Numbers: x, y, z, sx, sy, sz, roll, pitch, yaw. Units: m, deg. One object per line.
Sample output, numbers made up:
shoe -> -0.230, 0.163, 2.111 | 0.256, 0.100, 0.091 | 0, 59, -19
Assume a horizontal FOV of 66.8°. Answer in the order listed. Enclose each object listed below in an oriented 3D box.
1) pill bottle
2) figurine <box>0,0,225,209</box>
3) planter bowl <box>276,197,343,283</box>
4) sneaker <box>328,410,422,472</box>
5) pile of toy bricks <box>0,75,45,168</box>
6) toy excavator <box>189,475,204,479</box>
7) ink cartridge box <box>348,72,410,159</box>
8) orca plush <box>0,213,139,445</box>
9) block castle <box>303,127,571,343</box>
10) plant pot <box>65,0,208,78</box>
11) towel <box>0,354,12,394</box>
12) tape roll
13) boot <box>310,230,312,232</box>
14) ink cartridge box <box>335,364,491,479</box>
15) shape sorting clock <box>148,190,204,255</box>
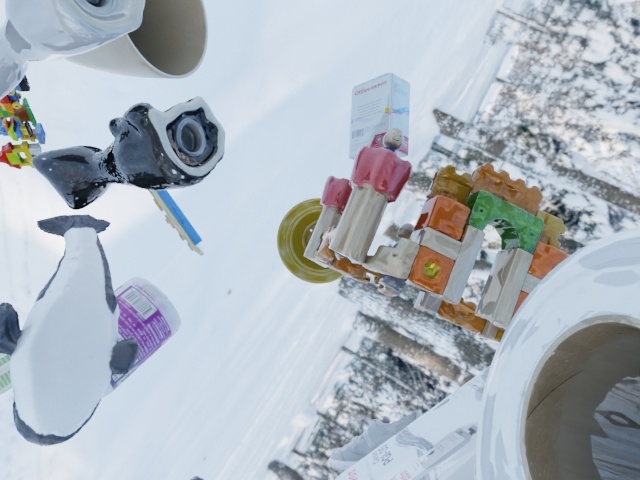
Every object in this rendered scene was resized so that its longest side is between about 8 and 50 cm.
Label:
pill bottle -> -0.468, 0.230, 1.055 | 0.301, 0.169, 0.169 | -45, 159, -35
figurine -> -0.231, -0.129, 0.447 | 0.215, 0.209, 0.092 | 61, 34, -29
planter bowl -> 0.000, 0.000, 1.270 | 0.217, 0.217, 0.090 | -64, 175, 5
sneaker -> 0.123, 0.422, 0.989 | 0.281, 0.105, 0.115 | -35, -148, 45
pile of toy bricks -> -0.601, -0.238, 0.911 | 0.212, 0.105, 0.118 | 107, -29, -55
toy excavator -> -0.141, 0.610, 0.738 | 0.222, 0.445, 0.433 | -31, 156, -43
ink cartridge box -> 0.137, -0.277, 1.121 | 0.072, 0.127, 0.175 | 10, 81, -41
orca plush -> -0.313, 0.101, 0.567 | 0.102, 0.287, 0.151 | -40, 150, 30
block castle -> 0.218, 0.011, 0.804 | 0.213, 0.452, 0.303 | -66, -172, -8
plant pot -> -0.420, -0.450, 0.994 | 0.256, 0.273, 0.257 | 2, 90, -64
towel -> -0.658, 0.259, 0.898 | 0.247, 0.038, 0.325 | -35, 168, -25
tape roll -> 0.230, 0.132, 0.284 | 0.246, 0.169, 0.246 | -160, -90, -80
boot -> -0.058, -0.003, 1.456 | 0.037, 0.106, 0.114 | -59, 165, -21
ink cartridge box -> 0.162, 0.289, 0.582 | 0.282, 0.117, 0.207 | -34, 174, -4
shape sorting clock -> -0.312, -0.052, 1.034 | 0.040, 0.206, 0.206 | -35, 161, -11
